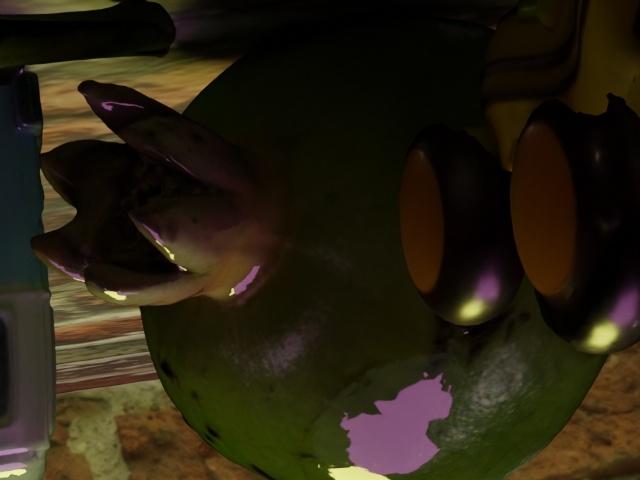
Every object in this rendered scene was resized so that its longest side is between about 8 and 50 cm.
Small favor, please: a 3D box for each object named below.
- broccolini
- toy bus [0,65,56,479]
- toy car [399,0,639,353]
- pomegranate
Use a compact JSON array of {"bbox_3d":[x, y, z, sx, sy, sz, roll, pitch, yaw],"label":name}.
[{"bbox_3d":[-0.150,-0.060,0.520,0.239,0.051,0.054,-9,-142,-32],"label":"broccolini"},{"bbox_3d":[-0.228,0.032,0.619,0.271,0.165,0.133,-7,172,-10],"label":"toy bus"},{"bbox_3d":[0.129,-0.052,0.465,0.200,0.142,0.248,-5,-178,-17],"label":"toy car"},{"bbox_3d":[0.000,0.002,0.625,0.187,0.187,0.225,-15,159,40],"label":"pomegranate"}]
